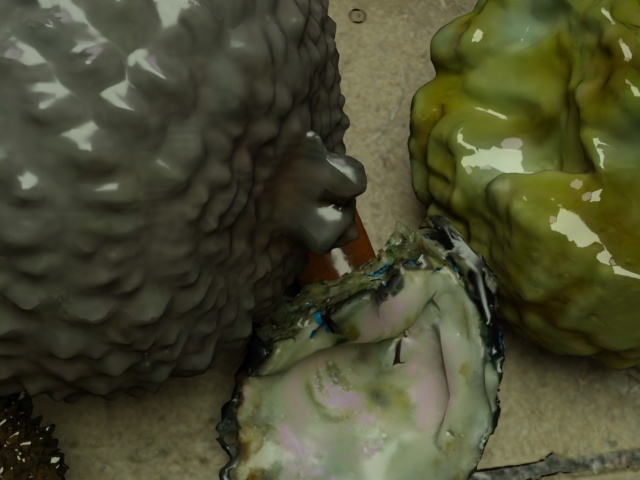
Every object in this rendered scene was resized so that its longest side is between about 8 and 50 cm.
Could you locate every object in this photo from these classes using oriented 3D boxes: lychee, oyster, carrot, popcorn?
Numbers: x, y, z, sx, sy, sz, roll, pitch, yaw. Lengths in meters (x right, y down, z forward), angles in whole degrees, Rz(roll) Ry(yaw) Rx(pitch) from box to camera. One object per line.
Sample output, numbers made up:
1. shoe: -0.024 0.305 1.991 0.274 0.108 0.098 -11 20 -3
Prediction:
1. lychee: -0.163 -0.093 0.664 0.432 0.380 0.380 24 63 18
2. oyster: 0.037 0.102 0.741 0.198 0.092 0.260 20 106 -6
3. carrot: 0.000 0.000 0.830 0.087 0.087 0.193 -17 69 -14
4. popcorn: 0.241 -0.065 0.811 0.293 0.292 0.334 12 77 41

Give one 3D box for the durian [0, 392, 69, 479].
1. durian: -0.239 0.181 0.648 0.166 0.196 0.196 -7 64 -21
